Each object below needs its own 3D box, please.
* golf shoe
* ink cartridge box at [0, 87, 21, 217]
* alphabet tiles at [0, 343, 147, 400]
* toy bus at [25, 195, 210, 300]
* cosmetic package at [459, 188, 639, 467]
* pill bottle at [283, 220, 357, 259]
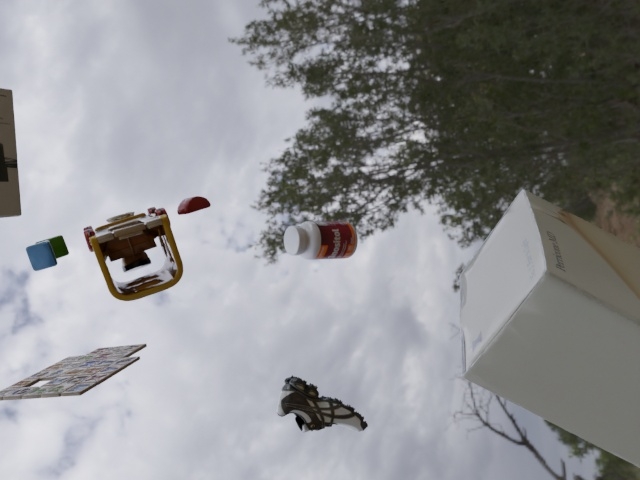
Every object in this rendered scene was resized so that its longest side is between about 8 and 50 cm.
[{"bbox_3d":[-0.001,0.356,1.122,0.198,0.077,0.093,30,-112,-9],"label":"golf shoe"},{"bbox_3d":[-0.569,-0.136,0.895,0.087,0.153,0.208,-7,-83,-55],"label":"ink cartridge box"},{"bbox_3d":[-0.432,0.233,1.000,0.237,0.198,0.009,-30,-70,-71],"label":"alphabet tiles"},{"bbox_3d":[-0.242,0.019,0.718,0.202,0.191,0.104,-36,-67,-63],"label":"toy bus"},{"bbox_3d":[0.277,0.097,0.452,0.113,0.310,0.160,-61,2,30],"label":"cosmetic package"},{"bbox_3d":[0.000,0.000,1.221,0.152,0.086,0.086,-1,-97,-34],"label":"pill bottle"}]
